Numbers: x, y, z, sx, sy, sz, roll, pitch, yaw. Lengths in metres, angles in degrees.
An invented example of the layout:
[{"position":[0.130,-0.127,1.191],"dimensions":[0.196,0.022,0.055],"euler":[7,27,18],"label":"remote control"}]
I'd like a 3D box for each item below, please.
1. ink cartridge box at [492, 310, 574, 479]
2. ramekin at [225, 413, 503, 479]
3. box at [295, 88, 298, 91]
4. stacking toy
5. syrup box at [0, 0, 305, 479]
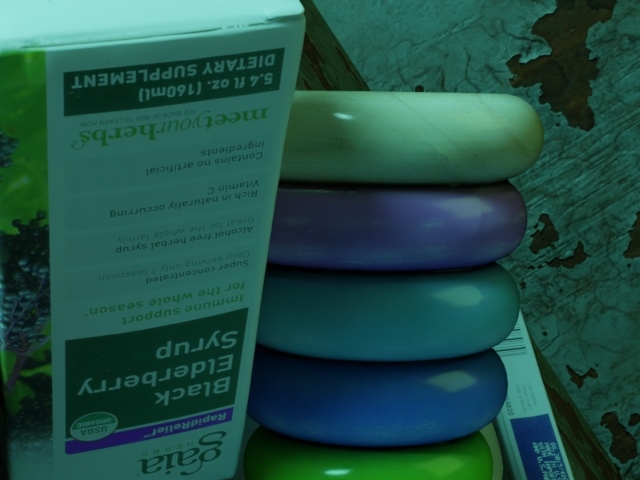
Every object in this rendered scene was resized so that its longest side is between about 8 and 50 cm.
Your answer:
[{"position":[0.149,0.182,1.036],"dimensions":[0.224,0.045,0.223],"euler":[88,-8,-51],"label":"ink cartridge box"},{"position":[-0.012,0.068,0.749],"dimensions":[0.277,0.135,0.277],"euler":[54,12,-17],"label":"ramekin"},{"position":[0.000,0.000,1.108],"dimensions":[0.290,0.087,0.169],"euler":[57,12,-5],"label":"box"},{"position":[0.021,0.102,0.564],"dimensions":[0.141,0.141,0.330],"euler":[-35,126,-79],"label":"stacking toy"},{"position":[-0.075,-0.007,0.470],"dimensions":[0.237,0.093,0.096],"euler":[100,-26,-44],"label":"syrup box"}]
